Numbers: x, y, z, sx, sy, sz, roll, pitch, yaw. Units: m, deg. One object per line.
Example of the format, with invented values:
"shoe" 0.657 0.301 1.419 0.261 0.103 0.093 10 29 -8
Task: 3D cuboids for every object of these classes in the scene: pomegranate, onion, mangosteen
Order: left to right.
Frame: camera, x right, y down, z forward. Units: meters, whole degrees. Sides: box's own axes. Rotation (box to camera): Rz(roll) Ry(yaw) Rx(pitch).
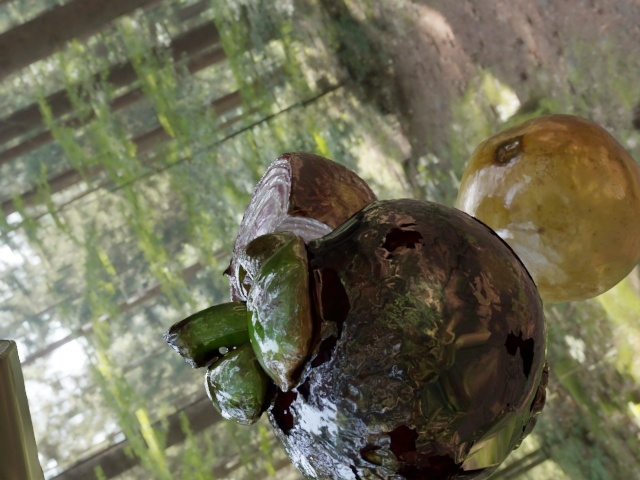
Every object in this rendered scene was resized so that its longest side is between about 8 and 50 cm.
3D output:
"onion" 0.001 -0.004 1.289 0.206 0.216 0.207 26 -137 -19
"mangosteen" 0.056 0.101 0.861 0.311 0.311 0.311 61 172 14
"pomegranate" 0.347 -0.051 1.410 0.307 0.307 0.307 61 172 14

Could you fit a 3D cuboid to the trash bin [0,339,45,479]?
"trash bin" -0.431 0.258 1.099 0.219 0.220 0.250 -163 67 -77
